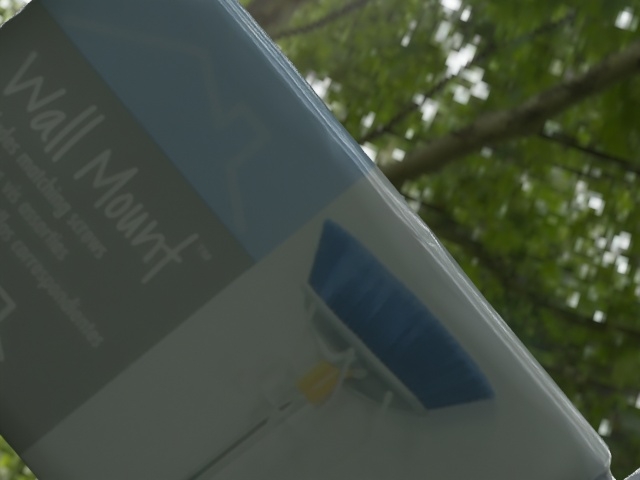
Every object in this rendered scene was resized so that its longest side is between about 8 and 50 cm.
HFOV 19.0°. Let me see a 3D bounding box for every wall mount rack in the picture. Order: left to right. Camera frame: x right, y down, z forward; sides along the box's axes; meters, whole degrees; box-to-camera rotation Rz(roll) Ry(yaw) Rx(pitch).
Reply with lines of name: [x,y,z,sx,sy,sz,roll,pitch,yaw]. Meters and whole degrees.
wall mount rack: [0.000,0.000,0.406,0.304,0.130,0.350,-39,-87,14]
